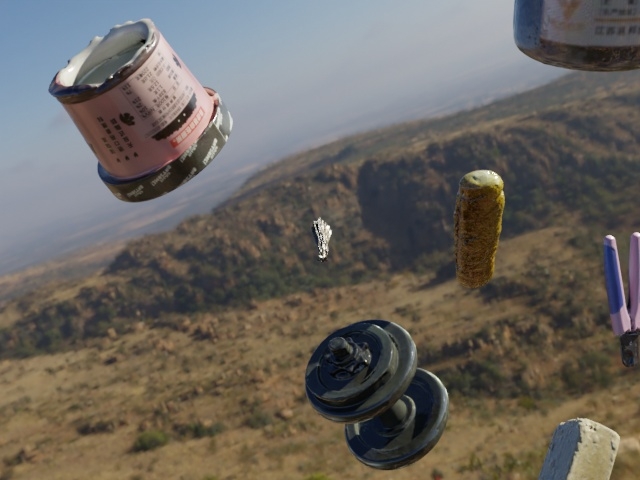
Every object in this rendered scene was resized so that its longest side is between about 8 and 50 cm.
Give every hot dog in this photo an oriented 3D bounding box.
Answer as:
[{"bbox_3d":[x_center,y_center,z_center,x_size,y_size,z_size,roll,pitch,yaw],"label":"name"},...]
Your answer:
[{"bbox_3d":[0.269,-0.010,1.459,0.087,0.286,0.061,-17,53,-1],"label":"hot dog"}]

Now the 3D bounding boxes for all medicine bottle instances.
[{"bbox_3d":[0.270,-0.309,0.797,0.165,0.274,0.165,-1,30,1],"label":"medicine bottle"}]

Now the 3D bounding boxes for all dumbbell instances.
[{"bbox_3d":[0.093,0.246,1.375,0.192,0.290,0.192,-22,39,18],"label":"dumbbell"}]

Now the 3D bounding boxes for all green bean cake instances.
[{"bbox_3d":[0.459,0.417,1.549,0.179,0.085,0.109,-65,7,-18],"label":"green bean cake"}]

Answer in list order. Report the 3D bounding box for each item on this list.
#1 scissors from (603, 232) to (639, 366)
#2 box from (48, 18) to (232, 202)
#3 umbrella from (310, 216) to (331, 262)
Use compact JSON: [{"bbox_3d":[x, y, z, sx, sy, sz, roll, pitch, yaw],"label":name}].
[{"bbox_3d":[0.260,0.051,0.728,0.039,0.113,0.012,-6,2,-20],"label":"scissors"},{"bbox_3d":[-0.185,-0.137,0.870,0.151,0.135,0.151,-19,40,17],"label":"box"},{"bbox_3d":[0.002,-0.001,1.172,0.020,0.031,0.083,-37,36,24],"label":"umbrella"}]
